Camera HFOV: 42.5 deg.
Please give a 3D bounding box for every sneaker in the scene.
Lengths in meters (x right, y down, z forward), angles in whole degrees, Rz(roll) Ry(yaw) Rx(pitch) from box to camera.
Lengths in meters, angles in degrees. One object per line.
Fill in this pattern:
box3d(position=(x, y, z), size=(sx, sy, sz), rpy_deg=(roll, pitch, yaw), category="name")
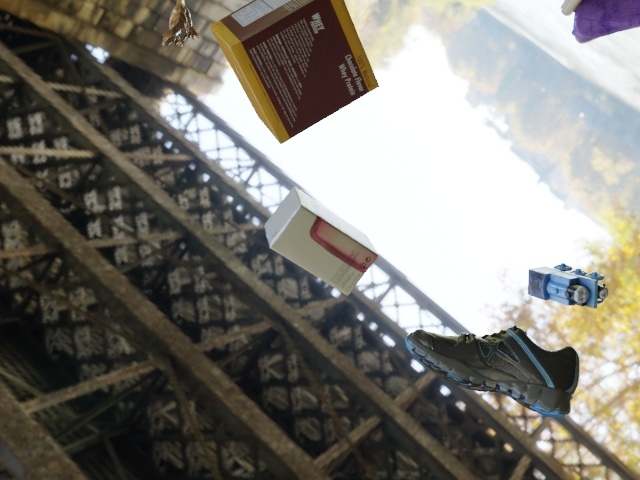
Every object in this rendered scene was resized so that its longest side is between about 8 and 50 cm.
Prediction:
box3d(position=(0.337, 0.230, 1.621), size=(0.340, 0.140, 0.125), rpy_deg=(19, 166, 17), category="sneaker")

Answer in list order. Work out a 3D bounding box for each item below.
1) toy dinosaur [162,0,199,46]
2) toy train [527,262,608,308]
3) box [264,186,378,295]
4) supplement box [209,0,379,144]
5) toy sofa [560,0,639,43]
box3d(position=(-0.289, -0.468, 1.703), size=(0.064, 0.112, 0.211), rpy_deg=(-2, -124, -1), category="toy dinosaur")
box3d(position=(0.550, 0.103, 1.837), size=(0.105, 0.080, 0.184), rpy_deg=(-10, -165, -25), category="toy train")
box3d(position=(0.000, 0.000, 1.950), size=(0.232, 0.127, 0.148), rpy_deg=(33, -167, -20), category="box")
box3d(position=(-0.041, -0.301, 1.349), size=(0.191, 0.194, 0.129), rpy_deg=(62, 175, -36), category="supplement box")
box3d(position=(0.634, -0.494, 1.517), size=(0.150, 0.362, 0.177), rpy_deg=(42, -141, -85), category="toy sofa")
